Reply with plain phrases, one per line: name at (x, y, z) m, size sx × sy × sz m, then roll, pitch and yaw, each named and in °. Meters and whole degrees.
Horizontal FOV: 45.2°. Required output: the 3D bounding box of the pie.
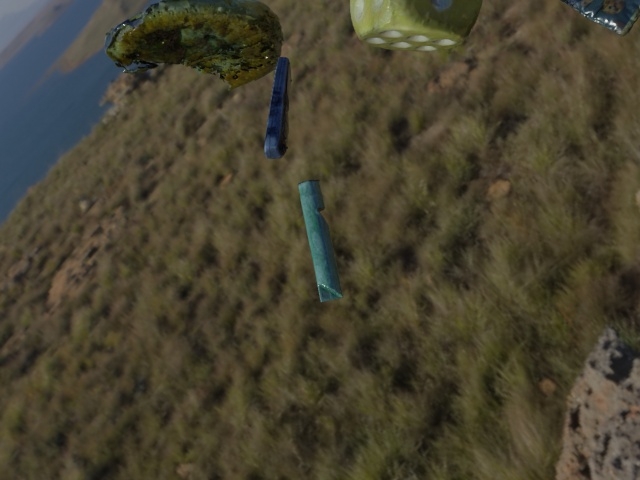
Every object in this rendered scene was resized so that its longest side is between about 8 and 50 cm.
pie at (-0.229, -0.396, 1.523) m, size 0.296 × 0.371 × 0.078 m, roll -31°, pitch 64°, yaw 53°

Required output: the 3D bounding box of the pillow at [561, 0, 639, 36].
pillow at (0.511, -0.495, 1.293) m, size 0.256 × 0.189 × 0.034 m, roll -54°, pitch -11°, yaw 15°

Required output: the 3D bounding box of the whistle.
whistle at (0.000, 0.000, 1.184) m, size 0.039 × 0.039 × 0.186 m, roll -20°, pitch 78°, yaw 43°

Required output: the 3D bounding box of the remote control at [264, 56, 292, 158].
remote control at (-0.050, -0.161, 0.954) m, size 0.027 × 0.043 × 0.153 m, roll -4°, pitch 53°, yaw 9°

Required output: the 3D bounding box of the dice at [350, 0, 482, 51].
dice at (0.153, -0.405, 1.243) m, size 0.166 × 0.169 × 0.169 m, roll -169°, pitch 83°, yaw -68°
